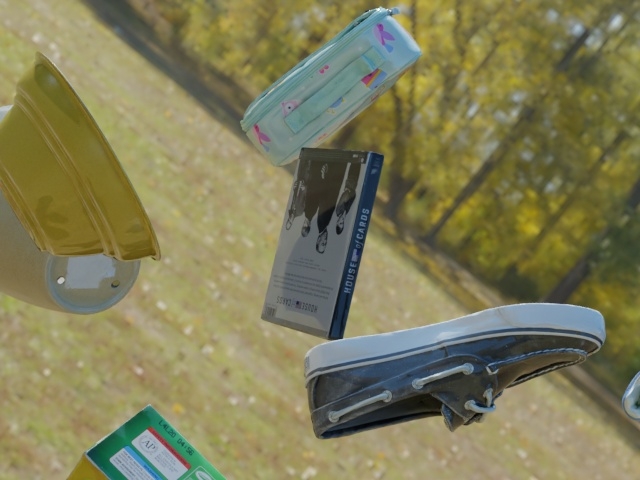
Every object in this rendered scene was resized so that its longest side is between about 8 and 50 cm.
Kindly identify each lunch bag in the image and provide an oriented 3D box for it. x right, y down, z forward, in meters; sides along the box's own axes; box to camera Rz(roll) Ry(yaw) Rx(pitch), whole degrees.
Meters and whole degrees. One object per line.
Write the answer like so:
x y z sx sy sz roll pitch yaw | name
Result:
0.018 -0.223 1.987 0.108 0.279 0.224 51 8 -1 | lunch bag

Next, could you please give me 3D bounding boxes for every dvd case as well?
0.000 0.000 1.788 0.029 0.239 0.179 13 -1 -30 | dvd case

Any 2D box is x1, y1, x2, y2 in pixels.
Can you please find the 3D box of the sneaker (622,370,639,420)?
0.391 0.123 1.397 0.081 0.211 0.080 -10 59 -55 | sneaker

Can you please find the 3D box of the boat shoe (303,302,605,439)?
0.133 0.136 1.360 0.108 0.301 0.102 68 14 -62 | boat shoe

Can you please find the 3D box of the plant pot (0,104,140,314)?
-0.347 -0.016 1.803 0.256 0.256 0.274 36 0 -38 | plant pot

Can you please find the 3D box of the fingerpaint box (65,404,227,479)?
-0.205 0.519 1.984 0.445 0.371 0.163 42 37 9 | fingerpaint box

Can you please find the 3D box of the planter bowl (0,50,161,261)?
-0.237 -0.053 1.246 0.217 0.090 0.217 54 -15 21 | planter bowl
